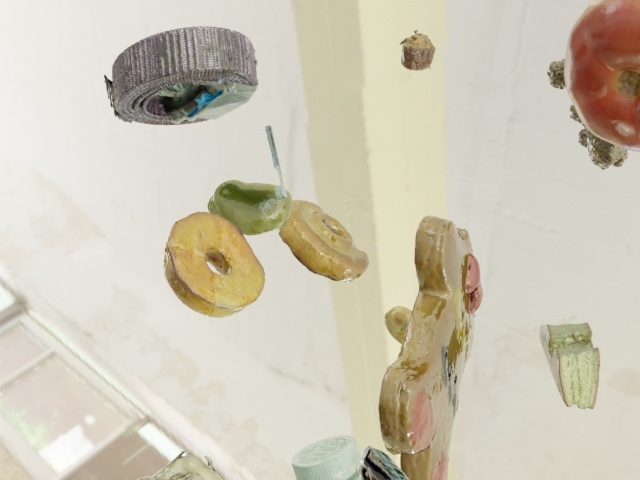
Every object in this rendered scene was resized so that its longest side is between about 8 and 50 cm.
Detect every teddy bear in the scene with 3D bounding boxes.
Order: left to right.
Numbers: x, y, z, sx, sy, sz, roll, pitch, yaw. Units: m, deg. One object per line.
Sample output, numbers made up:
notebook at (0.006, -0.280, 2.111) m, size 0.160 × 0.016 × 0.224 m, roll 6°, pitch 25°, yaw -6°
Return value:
teddy bear at (0.545, -0.266, 1.550) m, size 0.129 × 0.182 × 0.251 m, roll -32°, pitch -109°, yaw 49°

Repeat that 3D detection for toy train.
toy train at (0.085, 0.296, 0.928) m, size 0.047 × 0.043 × 0.207 m, roll 26°, pitch 1°, yaw -15°

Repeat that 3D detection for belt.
belt at (-0.263, -0.315, 1.543) m, size 0.325 × 0.260 × 0.122 m, roll -18°, pitch -105°, yaw 45°

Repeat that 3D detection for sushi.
sushi at (0.159, -0.311, 1.284) m, size 0.062 × 0.118 × 0.060 m, roll 12°, pitch -67°, yaw -2°

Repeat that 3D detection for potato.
potato at (0.258, 0.255, 2.298) m, size 0.170 × 0.107 × 0.080 m, roll 42°, pitch -25°, yaw 42°

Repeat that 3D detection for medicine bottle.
medicine bottle at (0.056, 0.615, 1.767) m, size 0.158 × 0.158 × 0.317 m, roll -13°, pitch -83°, yaw 58°

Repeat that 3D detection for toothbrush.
toothbrush at (-0.088, -0.151, 1.512) m, size 0.219 × 0.019 × 0.016 m, roll -104°, pitch 166°, yaw -44°

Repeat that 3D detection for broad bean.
broad bean at (-0.149, -0.070, 1.639) m, size 0.175 × 0.124 × 0.082 m, roll 10°, pitch -24°, yaw 20°

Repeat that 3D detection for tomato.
tomato at (0.557, -0.300, 1.311) m, size 0.299 × 0.226 × 0.298 m, roll 39°, pitch -33°, yaw 31°

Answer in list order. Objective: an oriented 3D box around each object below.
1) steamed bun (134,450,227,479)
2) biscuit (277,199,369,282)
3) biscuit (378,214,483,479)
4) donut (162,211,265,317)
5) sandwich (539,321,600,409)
steamed bun at (-0.232, 0.449, 1.082) m, size 0.207 × 0.280 × 0.268 m, roll 53°, pitch 9°, yaw 13°
biscuit at (0.001, -0.001, 2.034) m, size 0.274 × 0.213 × 0.091 m, roll 45°, pitch -66°, yaw 8°
biscuit at (0.189, 0.175, 1.234) m, size 0.076 × 0.394 × 0.368 m, roll 6°, pitch -38°, yaw 22°
donut at (-0.189, 0.048, 1.350) m, size 0.190 × 0.174 × 0.074 m, roll 46°, pitch -51°, yaw 1°
sandwich at (0.512, 0.230, 1.620) m, size 0.090 × 0.244 × 0.088 m, roll 2°, pitch -54°, yaw 0°
